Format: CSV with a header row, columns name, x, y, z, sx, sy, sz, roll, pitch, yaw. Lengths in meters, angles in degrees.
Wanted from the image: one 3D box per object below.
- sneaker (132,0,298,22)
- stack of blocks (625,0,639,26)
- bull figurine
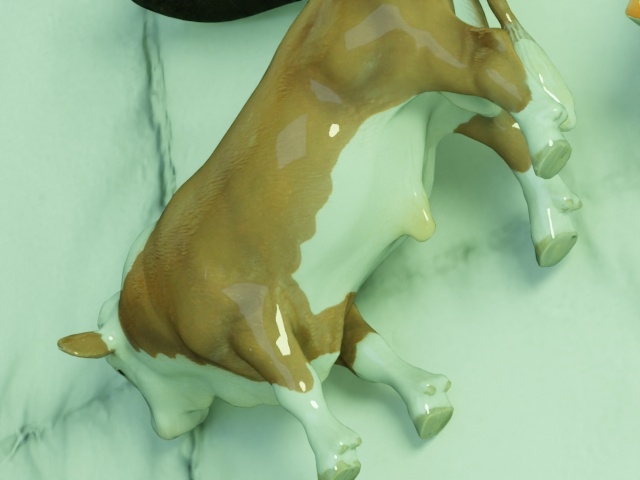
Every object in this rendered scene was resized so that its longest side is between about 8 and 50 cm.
name,x,y,z,sx,sy,sz,roll,pitch,yaw
sneaker,0.007,-0.194,1.007,0.290,0.106,0.123,-1,74,42
stack of blocks,0.285,-0.115,0.748,0.297,0.087,0.171,24,89,44
bull figurine,0.000,0.000,0.925,0.188,0.101,0.310,43,116,28
